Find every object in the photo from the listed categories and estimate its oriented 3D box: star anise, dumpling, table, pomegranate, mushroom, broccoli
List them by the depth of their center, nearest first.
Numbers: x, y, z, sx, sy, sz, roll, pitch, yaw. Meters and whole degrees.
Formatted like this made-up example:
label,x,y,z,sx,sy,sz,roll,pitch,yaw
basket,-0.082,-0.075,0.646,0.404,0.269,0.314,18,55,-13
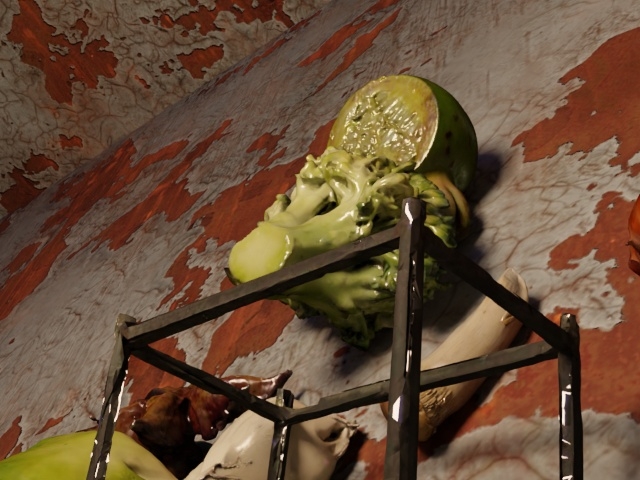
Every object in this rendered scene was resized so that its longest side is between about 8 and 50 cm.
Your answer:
label,x,y,z,sx,sy,sz,roll,pitch,yaw
table,0.004,0.174,0.825,0.335,0.222,0.272,-21,50,37
mushroom,0.139,0.111,1.060,0.209,0.071,0.084,-44,-10,-22
dumpling,-0.057,0.224,1.091,0.199,0.118,0.136,-11,-7,-33
star anise,-0.142,0.207,1.185,0.272,0.102,0.272,-15,-2,-1
broccoli,0.000,0.000,1.220,0.288,0.246,0.248,-39,62,30
pomegranate,0.134,-0.097,1.372,0.241,0.159,0.190,25,87,46

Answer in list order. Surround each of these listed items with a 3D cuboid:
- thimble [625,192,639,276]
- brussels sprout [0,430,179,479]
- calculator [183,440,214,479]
label,x,y,z,sx,sy,sz,roll,pitch,yaw
thimble,0.357,0.006,0.552,0.230,0.350,0.350,-45,22,-13
brussels sprout,-0.258,0.346,0.941,0.371,0.276,0.315,-46,-8,-17
calculator,-0.189,0.314,1.219,0.210,0.039,0.121,-43,21,-10
